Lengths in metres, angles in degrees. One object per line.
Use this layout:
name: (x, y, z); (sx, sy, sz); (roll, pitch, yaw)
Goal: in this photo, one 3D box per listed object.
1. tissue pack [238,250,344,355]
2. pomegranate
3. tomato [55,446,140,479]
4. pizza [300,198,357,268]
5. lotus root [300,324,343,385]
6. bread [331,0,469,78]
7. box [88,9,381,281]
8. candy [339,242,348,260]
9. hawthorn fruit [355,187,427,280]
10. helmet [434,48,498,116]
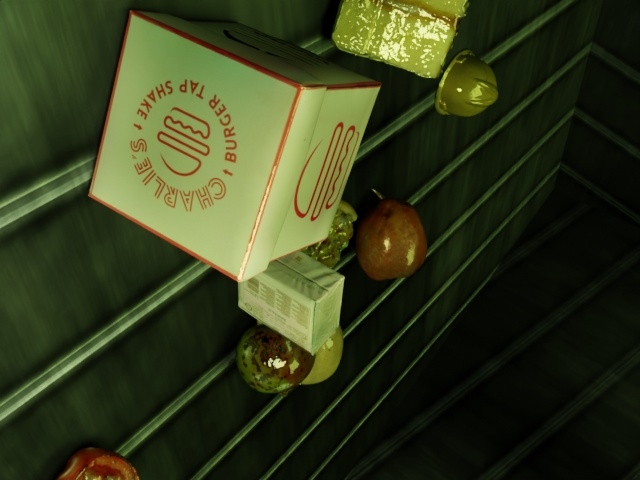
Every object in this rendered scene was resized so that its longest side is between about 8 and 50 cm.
tissue pack: (-0.069, 0.119, 1.831); (0.124, 0.225, 0.185); (-42, 150, -36)
pomegranate: (-0.103, 0.255, 1.977); (0.198, 0.198, 0.245); (50, 52, -65)
tomato: (-0.475, 0.511, 1.610); (0.228, 0.101, 0.227); (-41, 142, -44)
pizza: (0.000, 0.000, 2.023); (0.323, 0.089, 0.223); (-6, 119, -62)
lotus root: (-0.025, 0.250, 2.124); (0.183, 0.183, 0.309); (-40, 149, -40)
bread: (0.170, -0.480, 1.629); (0.198, 0.236, 0.263); (-23, 137, -56)
box: (-0.129, -0.164, 1.280); (0.300, 0.314, 0.312); (-23, 137, -59)
candy: (0.055, 0.028, 2.241); (0.123, 0.035, 0.035); (97, 18, -60)
hawthorn fruit: (0.192, -0.022, 2.269); (0.210, 0.211, 0.262); (-33, 120, -48)
helmet: (0.454, -0.446, 2.386); (0.257, 0.140, 0.205); (-11, 126, -58)
